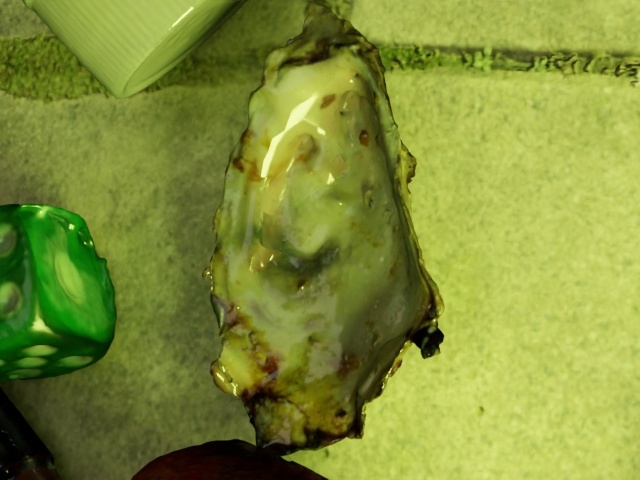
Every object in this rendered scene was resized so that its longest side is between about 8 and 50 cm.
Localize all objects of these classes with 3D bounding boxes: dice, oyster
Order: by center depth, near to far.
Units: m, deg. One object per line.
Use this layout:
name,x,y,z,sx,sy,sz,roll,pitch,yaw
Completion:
oyster,-0.004,-0.010,1.471,0.221,0.096,0.361,-23,67,26
dice,-0.257,0.047,1.564,0.120,0.131,0.128,-17,70,23

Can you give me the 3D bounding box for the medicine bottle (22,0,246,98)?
medicine bottle,-0.229,-0.321,1.533,0.224,0.224,0.384,-42,89,11

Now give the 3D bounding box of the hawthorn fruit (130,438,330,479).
hawthorn fruit,-0.067,0.275,1.368,0.215,0.215,0.250,6,85,29

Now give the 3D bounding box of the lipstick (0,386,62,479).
lipstick,-0.229,0.241,1.528,0.077,0.077,0.418,-46,61,9
